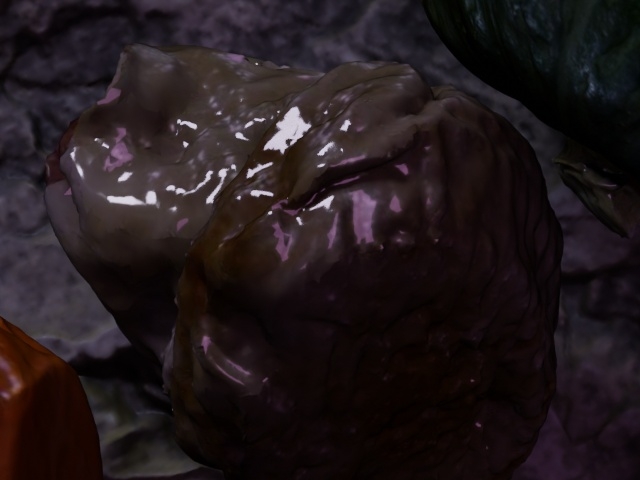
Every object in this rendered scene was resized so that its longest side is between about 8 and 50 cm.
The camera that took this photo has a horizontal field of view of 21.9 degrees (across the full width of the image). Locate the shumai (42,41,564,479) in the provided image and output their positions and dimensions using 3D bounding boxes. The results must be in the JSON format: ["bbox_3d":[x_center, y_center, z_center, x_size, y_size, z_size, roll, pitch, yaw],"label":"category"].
[{"bbox_3d":[0.002,-0.003,0.685,0.184,0.218,0.185,-41,50,14],"label":"shumai"}]

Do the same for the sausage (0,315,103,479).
[{"bbox_3d":[-0.163,0.147,0.627,0.141,0.153,0.268,-3,85,14],"label":"sausage"}]

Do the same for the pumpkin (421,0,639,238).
[{"bbox_3d":[0.137,-0.157,0.639,0.197,0.293,0.263,40,90,-2],"label":"pumpkin"}]
